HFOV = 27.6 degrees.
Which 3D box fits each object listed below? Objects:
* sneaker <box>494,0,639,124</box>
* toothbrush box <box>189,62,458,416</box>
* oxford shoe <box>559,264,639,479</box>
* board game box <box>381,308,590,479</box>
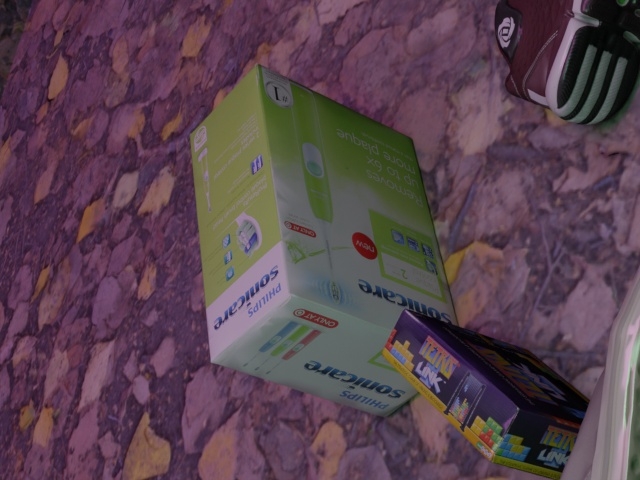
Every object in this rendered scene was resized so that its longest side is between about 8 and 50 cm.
[{"bbox_3d":[0.226,-0.247,1.146,0.162,0.106,0.281,25,93,60],"label":"sneaker"},{"bbox_3d":[0.000,0.000,1.235,0.122,0.206,0.283,-41,41,35],"label":"toothbrush box"},{"bbox_3d":[0.236,0.137,0.875,0.130,0.169,0.449,-178,106,-76],"label":"oxford shoe"},{"bbox_3d":[0.148,0.123,1.011,0.048,0.141,0.170,-63,34,10],"label":"board game box"}]
